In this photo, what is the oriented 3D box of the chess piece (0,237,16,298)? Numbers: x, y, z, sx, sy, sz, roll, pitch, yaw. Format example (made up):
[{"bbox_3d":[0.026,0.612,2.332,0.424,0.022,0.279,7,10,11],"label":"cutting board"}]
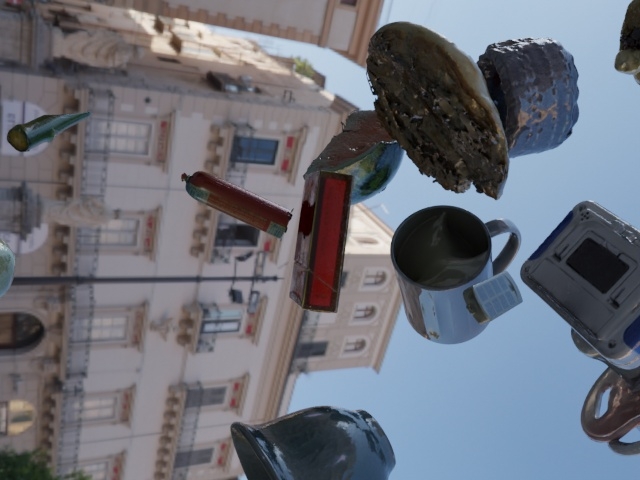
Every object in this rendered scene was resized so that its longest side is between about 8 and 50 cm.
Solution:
[{"bbox_3d":[-0.660,0.026,0.990,0.182,0.330,0.183,-34,-132,49],"label":"chess piece"}]

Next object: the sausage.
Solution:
[{"bbox_3d":[-0.191,-0.089,1.415,0.083,0.263,0.083,-65,-174,0],"label":"sausage"}]

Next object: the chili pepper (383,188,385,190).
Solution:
[{"bbox_3d":[0.137,-0.225,1.931,0.097,0.224,0.061,-8,-126,33],"label":"chili pepper"}]

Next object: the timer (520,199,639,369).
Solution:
[{"bbox_3d":[0.427,0.055,0.955,0.178,0.078,0.253,-52,-149,12],"label":"timer"}]

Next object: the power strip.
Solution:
[{"bbox_3d":[0.367,0.116,1.323,0.029,0.226,0.080,-36,-104,37],"label":"power strip"}]

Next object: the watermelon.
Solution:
[{"bbox_3d":[0.085,-0.182,1.443,0.305,0.180,0.224,-53,176,-44],"label":"watermelon"}]

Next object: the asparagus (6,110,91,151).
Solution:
[{"bbox_3d":[-0.465,-0.202,1.096,0.041,0.045,0.178,-58,180,34],"label":"asparagus"}]

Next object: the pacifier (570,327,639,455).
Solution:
[{"bbox_3d":[0.605,0.252,1.196,0.332,0.220,0.273,-49,-126,44],"label":"pacifier"}]

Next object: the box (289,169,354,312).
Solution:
[{"bbox_3d":[-0.001,0.000,1.135,0.153,0.074,0.240,-168,-95,-74],"label":"box"}]

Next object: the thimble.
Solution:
[{"bbox_3d":[0.412,-0.289,1.285,0.205,0.172,0.237,-128,-154,-68],"label":"thimble"}]

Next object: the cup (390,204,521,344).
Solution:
[{"bbox_3d":[0.347,0.079,1.572,0.327,0.322,0.237,65,-1,-53],"label":"cup"}]

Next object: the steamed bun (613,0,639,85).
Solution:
[{"bbox_3d":[0.694,-0.405,1.315,0.155,0.172,0.141,-58,-164,15],"label":"steamed bun"}]

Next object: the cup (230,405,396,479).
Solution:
[{"bbox_3d":[0.006,0.268,0.734,0.199,0.149,0.199,49,-28,37],"label":"cup"}]

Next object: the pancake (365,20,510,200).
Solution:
[{"bbox_3d":[0.212,-0.225,1.165,0.382,0.071,0.382,50,-9,11],"label":"pancake"}]
